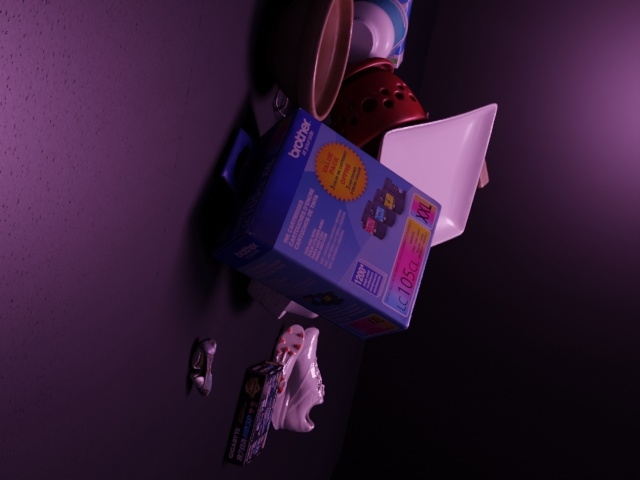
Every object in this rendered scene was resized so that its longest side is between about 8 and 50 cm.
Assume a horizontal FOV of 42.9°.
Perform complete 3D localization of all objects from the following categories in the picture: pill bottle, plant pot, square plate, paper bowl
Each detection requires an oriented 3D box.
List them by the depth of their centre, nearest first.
[{"bbox_3d":[-0.026,-0.335,1.418,0.237,0.110,0.237,14,90,-80],"label":"plant pot"},{"bbox_3d":[-0.005,0.042,1.641,0.284,0.148,0.284,-50,175,-6],"label":"paper bowl"},{"bbox_3d":[0.105,-0.277,1.719,0.174,0.191,0.191,62,5,11],"label":"plant pot"},{"bbox_3d":[0.224,-0.121,1.779,0.344,0.049,0.347,-19,132,-35],"label":"square plate"},{"bbox_3d":[0.103,-0.463,1.805,0.264,0.146,0.146,-55,157,-63],"label":"pill bottle"}]

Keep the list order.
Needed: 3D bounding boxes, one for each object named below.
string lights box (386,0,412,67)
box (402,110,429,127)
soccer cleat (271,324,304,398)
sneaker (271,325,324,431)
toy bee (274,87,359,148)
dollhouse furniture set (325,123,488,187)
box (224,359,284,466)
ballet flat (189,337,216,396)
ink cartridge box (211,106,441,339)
[{"bbox_3d":[0.149,-0.559,1.947,0.077,0.133,0.259,-61,162,-56],"label":"string lights box"},{"bbox_3d":[0.187,-0.280,2.325,0.167,0.203,0.168,-64,165,-47],"label":"box"},{"bbox_3d":[-0.094,0.306,2.059,0.076,0.068,0.196,118,-8,-69],"label":"soccer cleat"},{"bbox_3d":[-0.042,0.383,2.232,0.111,0.129,0.297,23,80,-77],"label":"sneaker"},{"bbox_3d":[-0.010,-0.152,1.608,0.298,0.162,0.195,75,33,-69],"label":"toy bee"},{"bbox_3d":[0.176,-0.202,2.040,0.394,0.362,0.256,-32,111,-59],"label":"dollhouse furniture set"},{"bbox_3d":[-0.151,0.399,1.899,0.175,0.051,0.220,7,97,-79],"label":"box"},{"bbox_3d":[-0.211,0.224,1.425,0.041,0.041,0.114,-48,150,-68],"label":"ballet flat"},{"bbox_3d":[-0.007,-0.036,1.405,0.151,0.395,0.270,-29,-144,54],"label":"ink cartridge box"}]
